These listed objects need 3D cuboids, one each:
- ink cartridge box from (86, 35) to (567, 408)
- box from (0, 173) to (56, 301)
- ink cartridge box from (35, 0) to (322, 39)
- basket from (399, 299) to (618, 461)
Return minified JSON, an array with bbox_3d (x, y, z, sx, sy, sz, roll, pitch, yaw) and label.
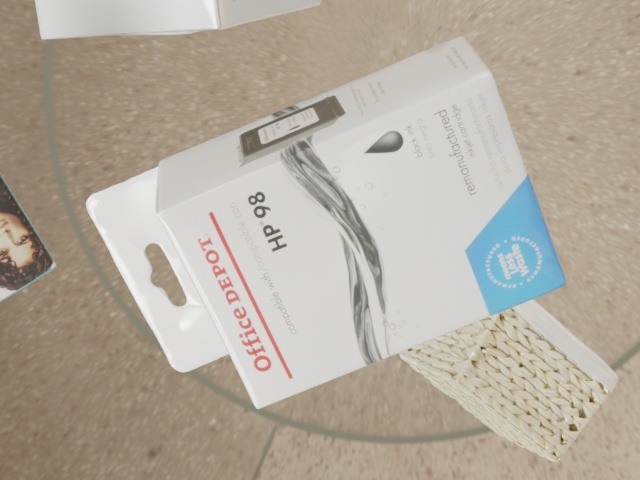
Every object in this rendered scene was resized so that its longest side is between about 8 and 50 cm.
[{"bbox_3d":[0.000,0.000,0.531,0.180,0.060,0.104,-23,115,4],"label":"ink cartridge box"},{"bbox_3d":[-0.302,-0.058,0.925,0.100,0.060,0.244,-33,119,-13],"label":"box"},{"bbox_3d":[-0.136,-0.327,1.115,0.197,0.198,0.270,2,106,26],"label":"ink cartridge box"},{"bbox_3d":[0.168,0.113,1.143,0.167,0.113,0.103,40,80,-28],"label":"basket"}]
